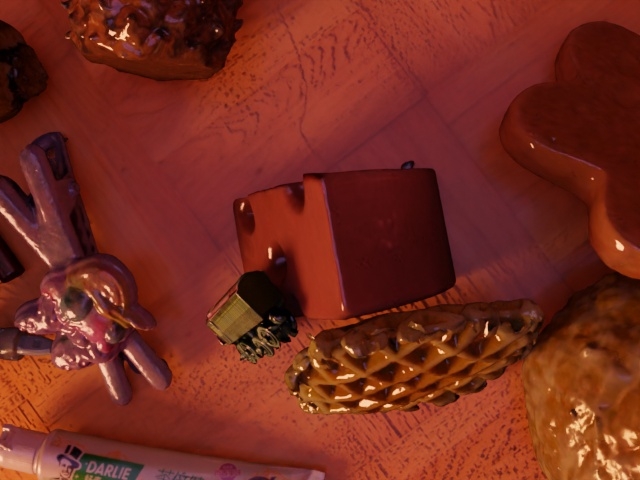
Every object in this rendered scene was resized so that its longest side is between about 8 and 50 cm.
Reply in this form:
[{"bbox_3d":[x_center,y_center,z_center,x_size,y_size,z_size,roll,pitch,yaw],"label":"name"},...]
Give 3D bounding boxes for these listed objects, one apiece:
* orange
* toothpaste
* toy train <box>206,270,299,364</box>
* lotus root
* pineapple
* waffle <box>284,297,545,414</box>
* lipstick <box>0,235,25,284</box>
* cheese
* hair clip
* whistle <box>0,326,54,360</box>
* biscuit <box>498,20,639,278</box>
[{"bbox_3d":[0.346,0.181,0.639,0.270,0.210,0.369,-32,85,-7],"label":"orange"},{"bbox_3d":[-0.156,0.231,0.764,0.314,0.056,0.058,11,132,2],"label":"toothpaste"},{"bbox_3d":[-0.062,0.073,0.707,0.038,0.148,0.071,-38,89,-25],"label":"toy train"},{"bbox_3d":[-0.366,-0.155,0.757,0.190,0.094,0.108,-6,55,10],"label":"lotus root"},{"bbox_3d":[-0.129,-0.328,0.700,0.165,0.165,0.365,7,89,5],"label":"pineapple"},{"bbox_3d":[0.075,0.104,0.670,0.213,0.208,0.054,-7,61,-6],"label":"waffle"},{"bbox_3d":[-0.356,-0.035,0.789,0.027,0.027,0.177,-37,86,4],"label":"lipstick"},{"bbox_3d":[0.015,-0.002,0.678,0.202,0.177,0.128,-8,89,4],"label":"cheese"},{"bbox_3d":[-0.240,0.030,0.747,0.137,0.090,0.279,-24,88,14],"label":"hair clip"},{"bbox_3d":[-0.313,0.101,0.781,0.100,0.035,0.035,4,91,4],"label":"whistle"},{"bbox_3d":[0.331,-0.054,0.650,0.354,0.052,0.275,30,59,15],"label":"biscuit"}]
